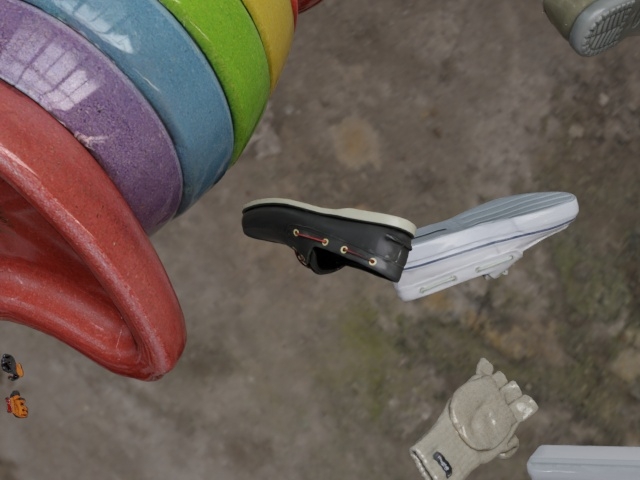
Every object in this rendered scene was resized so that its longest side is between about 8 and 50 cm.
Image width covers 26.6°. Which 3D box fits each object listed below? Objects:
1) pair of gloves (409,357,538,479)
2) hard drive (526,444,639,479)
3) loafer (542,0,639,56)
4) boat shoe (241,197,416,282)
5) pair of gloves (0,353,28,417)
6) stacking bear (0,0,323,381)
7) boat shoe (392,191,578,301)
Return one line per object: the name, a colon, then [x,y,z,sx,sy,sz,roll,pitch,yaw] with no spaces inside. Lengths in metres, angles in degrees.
pair of gloves: [0.221,0.278,1.601,0.240,0.204,0.042,50,142,-7]
hard drive: [0.406,0.318,1.431,0.353,0.047,0.233,-9,118,52]
loafer: [0.333,-0.275,1.485,0.087,0.251,0.094,42,131,24]
boat shoe: [-0.001,-0.001,0.881,0.133,0.049,0.042,10,78,34]
pair of gloves: [-0.391,0.187,1.733,0.010,0.074,0.083,-14,76,4]
stacking bear: [-0.079,-0.104,0.645,0.175,0.289,0.164,14,143,31]
boat shoe: [0.182,0.007,1.516,0.226,0.083,0.076,-15,109,1]
